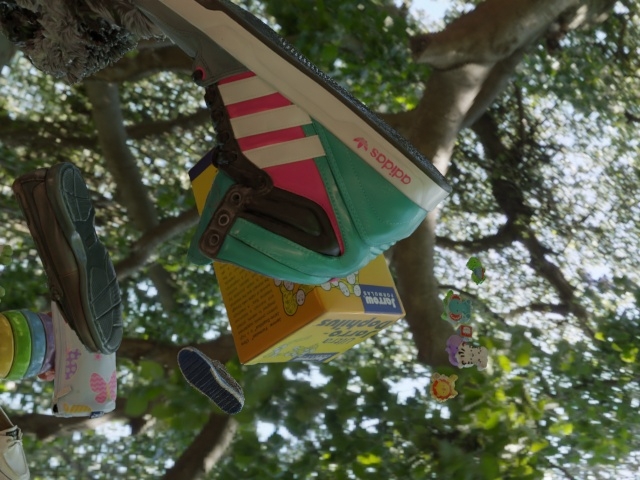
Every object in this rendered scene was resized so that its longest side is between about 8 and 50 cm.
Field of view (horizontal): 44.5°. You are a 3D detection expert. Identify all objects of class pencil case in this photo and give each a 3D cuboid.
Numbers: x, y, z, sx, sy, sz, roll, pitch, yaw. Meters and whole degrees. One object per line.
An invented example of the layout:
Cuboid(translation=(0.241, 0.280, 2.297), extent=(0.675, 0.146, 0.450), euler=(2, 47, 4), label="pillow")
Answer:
Cuboid(translation=(-0.460, 0.203, 1.504), extent=(0.113, 0.124, 0.273), euler=(-14, -104, 50), label="pencil case")

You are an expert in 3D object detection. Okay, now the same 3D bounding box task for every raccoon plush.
Cuboid(translation=(-0.266, -0.376, 1.142), extent=(0.446, 0.216, 0.299), euler=(21, -128, 23), label="raccoon plush")

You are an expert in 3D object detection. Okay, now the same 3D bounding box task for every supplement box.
Cuboid(translation=(-0.045, 0.000, 1.263), extent=(0.195, 0.194, 0.357), euler=(-36, -118, 35), label="supplement box")

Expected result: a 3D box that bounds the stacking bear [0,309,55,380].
Cuboid(translation=(-0.691, 0.233, 1.677), extent=(0.175, 0.289, 0.164), euler=(-11, -99, 43), label="stacking bear")

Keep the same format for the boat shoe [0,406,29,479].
Cuboid(translation=(-0.319, 0.200, 0.787), extent=(0.035, 0.035, 0.100), euler=(-32, -94, 18), label="boat shoe")

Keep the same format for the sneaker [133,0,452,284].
Cuboid(translation=(-0.065, -0.070, 0.616), extent=(0.295, 0.124, 0.178), euler=(40, -77, 5), label="sneaker")

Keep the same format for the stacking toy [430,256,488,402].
Cuboid(translation=(0.241, 0.156, 1.384), extent=(0.167, 0.052, 0.221), euler=(111, -13, -59), label="stacking toy")

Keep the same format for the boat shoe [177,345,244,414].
Cuboid(translation=(-0.235, 0.293, 1.680), extent=(0.066, 0.183, 0.066), euler=(-35, -168, 17), label="boat shoe")

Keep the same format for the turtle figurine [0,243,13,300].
Cuboid(translation=(-0.731, 0.038, 1.559), extent=(0.274, 0.266, 0.198), euler=(-34, -120, 19), label="turtle figurine")

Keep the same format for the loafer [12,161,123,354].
Cuboid(translation=(-0.338, 0.029, 1.055), extent=(0.084, 0.096, 0.268), euler=(-8, -76, 13), label="loafer")
